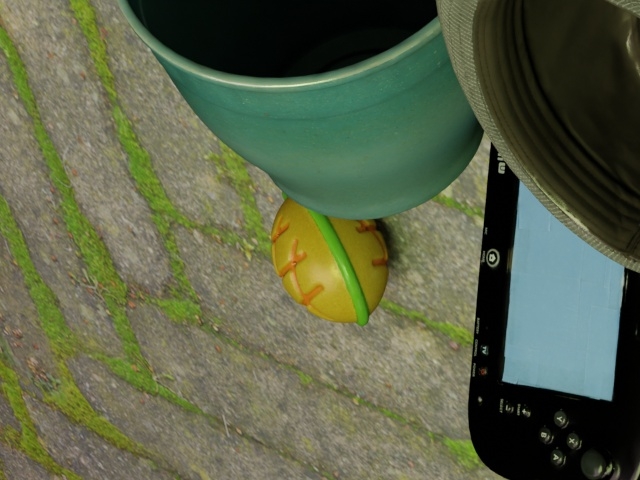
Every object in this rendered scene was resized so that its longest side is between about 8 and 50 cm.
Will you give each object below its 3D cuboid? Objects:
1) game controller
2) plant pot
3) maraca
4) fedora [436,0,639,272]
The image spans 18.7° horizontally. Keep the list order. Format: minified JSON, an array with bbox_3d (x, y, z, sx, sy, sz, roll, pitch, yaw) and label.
[{"bbox_3d":[0.182,0.020,1.372,0.166,0.067,0.319,7,94,36],"label":"game controller"},{"bbox_3d":[0.014,-0.151,1.386,0.271,0.271,0.255,33,161,28],"label":"plant pot"},{"bbox_3d":[0.000,0.000,1.747,0.127,0.099,0.186,77,166,-47],"label":"maraca"},{"bbox_3d":[0.191,-0.099,1.070,0.243,0.124,0.275,24,152,40],"label":"fedora"}]
